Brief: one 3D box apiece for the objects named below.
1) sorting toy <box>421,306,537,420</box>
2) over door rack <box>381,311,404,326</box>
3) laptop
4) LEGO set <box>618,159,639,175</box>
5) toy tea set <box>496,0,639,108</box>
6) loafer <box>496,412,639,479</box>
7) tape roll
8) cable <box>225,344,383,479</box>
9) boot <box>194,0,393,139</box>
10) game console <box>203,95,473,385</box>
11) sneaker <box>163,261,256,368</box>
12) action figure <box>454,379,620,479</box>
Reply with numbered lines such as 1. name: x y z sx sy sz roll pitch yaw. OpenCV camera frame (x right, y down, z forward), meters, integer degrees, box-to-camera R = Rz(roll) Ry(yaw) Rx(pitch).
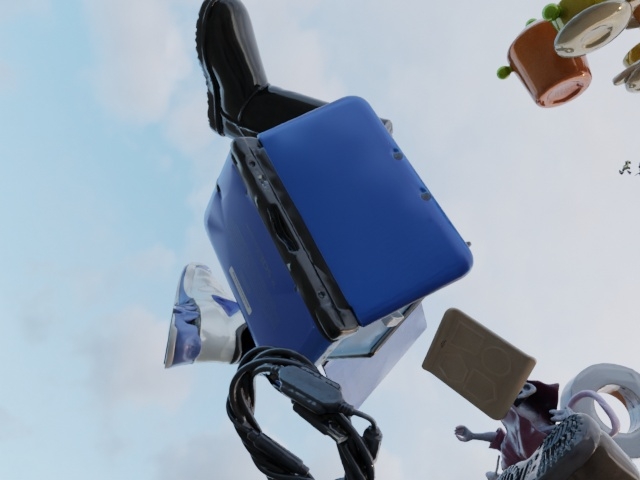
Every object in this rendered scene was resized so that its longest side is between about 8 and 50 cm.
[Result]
1. sorting toy: 0.340 0.266 1.206 0.208 0.038 0.193 32 -55 26
2. over door rack: 0.007 0.126 1.087 0.239 0.108 0.324 -49 -134 17
3. laptop: 0.206 0.240 1.378 0.236 0.382 0.408 50 -27 -7
4. LEGO set: 0.525 -0.127 0.905 0.023 0.054 0.083 45 -30 -17
5. toy tea set: 0.401 -0.285 0.717 0.336 0.124 0.200 -10 -21 -11
6. loafer: 0.362 0.424 0.878 0.130 0.134 0.366 33 -45 15
7. tape roll: 0.684 0.401 1.296 0.219 0.219 0.072 23 -29 12
8. cable: -0.020 0.176 0.501 0.184 0.047 0.151 14 -63 41
9. boot: -0.052 -0.305 1.210 0.445 0.146 0.367 30 -34 22
10. game console: 0.000 0.000 0.712 0.293 0.173 0.250 62 -39 26
11. sneaker: -0.189 0.155 1.042 0.182 0.315 0.127 13 -76 -14
12. action figure: 0.484 0.481 1.309 0.275 0.248 0.370 -5 -58 -4
